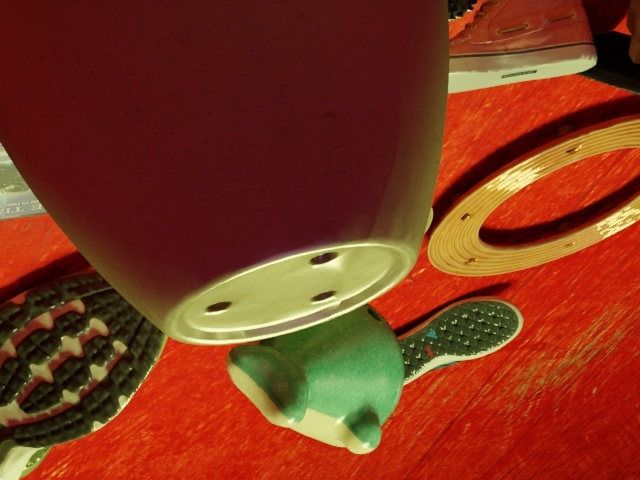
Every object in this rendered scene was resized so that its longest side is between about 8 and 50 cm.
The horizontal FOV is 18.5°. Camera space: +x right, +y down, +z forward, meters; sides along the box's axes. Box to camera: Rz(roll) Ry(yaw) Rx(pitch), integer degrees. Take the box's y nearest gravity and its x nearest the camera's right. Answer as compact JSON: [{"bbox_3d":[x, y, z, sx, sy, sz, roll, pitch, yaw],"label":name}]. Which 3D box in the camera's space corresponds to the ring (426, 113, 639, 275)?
[{"bbox_3d":[0.269,-0.054,2.147,0.337,0.032,0.336,-18,158,-8],"label":"ring"}]

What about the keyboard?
[{"bbox_3d":[0.333,-0.142,1.718,0.202,0.033,0.317,-9,-160,-27],"label":"keyboard"}]

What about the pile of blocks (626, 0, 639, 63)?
[{"bbox_3d":[0.424,-0.253,1.689,0.362,0.112,0.149,-19,119,6],"label":"pile of blocks"}]

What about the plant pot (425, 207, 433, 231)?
[{"bbox_3d":[0.000,0.000,2.019,0.236,0.032,0.236,-19,159,-8],"label":"plant pot"}]

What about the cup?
[{"bbox_3d":[-0.050,-0.071,1.277,0.331,0.237,0.331,-16,162,-5],"label":"cup"}]

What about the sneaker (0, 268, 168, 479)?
[{"bbox_3d":[-0.283,0.136,2.002,0.410,0.158,0.182,-38,-176,32],"label":"sneaker"}]

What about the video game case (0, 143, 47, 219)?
[{"bbox_3d":[-0.245,-0.075,1.533,0.196,0.026,0.274,-8,162,-15],"label":"video game case"}]

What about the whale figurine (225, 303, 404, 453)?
[{"bbox_3d":[-0.002,0.130,2.107,0.141,0.216,0.272,-47,165,13],"label":"whale figurine"}]

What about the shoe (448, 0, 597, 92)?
[{"bbox_3d":[0.144,-0.176,1.677,0.178,0.081,0.063,-8,170,-10],"label":"shoe"}]

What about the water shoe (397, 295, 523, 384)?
[{"bbox_3d":[0.152,0.118,2.418,0.203,0.073,0.080,-22,-179,11],"label":"water shoe"}]

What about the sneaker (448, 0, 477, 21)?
[{"bbox_3d":[0.025,-0.200,1.524,0.237,0.085,0.086,-8,-179,-39],"label":"sneaker"}]
